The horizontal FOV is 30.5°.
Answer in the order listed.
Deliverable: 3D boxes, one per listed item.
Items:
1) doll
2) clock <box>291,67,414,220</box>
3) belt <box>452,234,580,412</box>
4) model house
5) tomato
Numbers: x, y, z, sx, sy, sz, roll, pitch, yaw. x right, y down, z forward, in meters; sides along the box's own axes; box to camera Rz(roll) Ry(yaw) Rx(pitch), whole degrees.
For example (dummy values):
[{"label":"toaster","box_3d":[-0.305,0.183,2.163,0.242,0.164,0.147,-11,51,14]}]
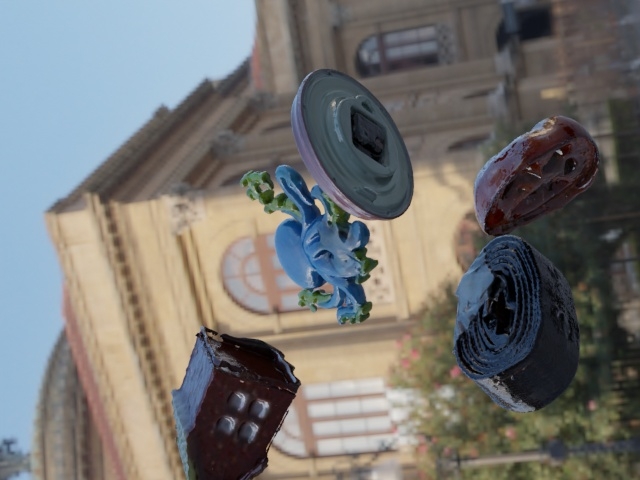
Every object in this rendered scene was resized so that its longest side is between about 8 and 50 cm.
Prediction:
[{"label":"doll","box_3d":[0.000,0.000,2.217,0.099,0.341,0.346,-37,-77,-31]},{"label":"clock","box_3d":[0.053,-0.138,1.694,0.244,0.056,0.244,33,-139,-34]},{"label":"belt","box_3d":[0.322,0.138,1.898,0.164,0.184,0.289,39,-141,-31]},{"label":"model house","box_3d":[-0.163,0.294,1.935,0.254,0.160,0.196,-65,19,7]},{"label":"tomato","box_3d":[0.330,-0.115,1.845,0.101,0.228,0.228,59,-175,24]}]
